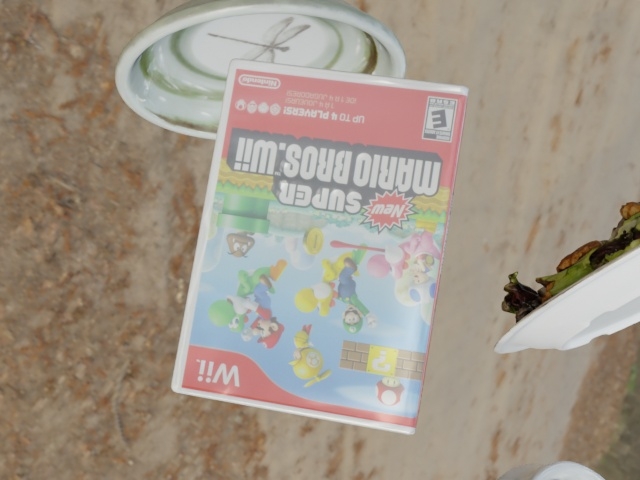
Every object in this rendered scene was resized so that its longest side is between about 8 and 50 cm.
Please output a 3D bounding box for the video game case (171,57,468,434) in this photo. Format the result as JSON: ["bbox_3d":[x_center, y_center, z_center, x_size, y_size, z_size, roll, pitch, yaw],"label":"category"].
[{"bbox_3d":[0.000,0.000,0.847,0.025,0.204,0.285,37,62,-79],"label":"video game case"}]

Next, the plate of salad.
[{"bbox_3d":[0.171,0.001,0.508,0.200,0.048,0.200,-24,165,-7],"label":"plate of salad"}]

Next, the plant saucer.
[{"bbox_3d":[-0.084,-0.260,1.435,0.400,0.401,0.100,31,50,-61],"label":"plant saucer"}]

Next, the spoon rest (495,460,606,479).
[{"bbox_3d":[0.124,0.249,0.739,0.276,0.137,0.084,-39,103,-41],"label":"spoon rest"}]
